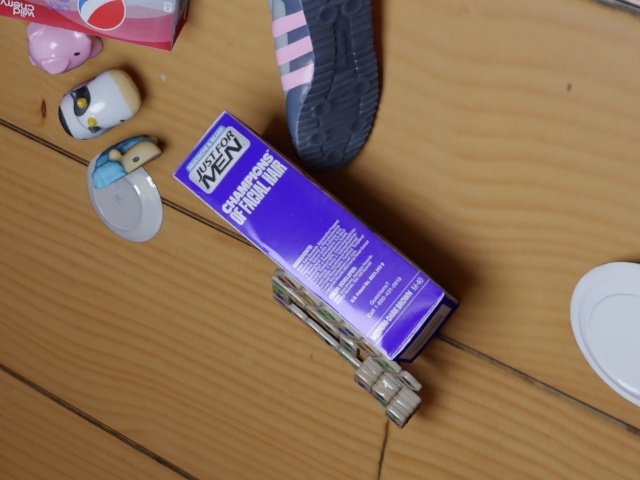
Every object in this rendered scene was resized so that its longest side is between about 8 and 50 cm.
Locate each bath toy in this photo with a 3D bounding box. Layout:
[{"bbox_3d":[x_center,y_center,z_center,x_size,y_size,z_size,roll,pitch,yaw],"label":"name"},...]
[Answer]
[{"bbox_3d":[-0.338,-0.240,1.831,0.151,0.129,0.348,-24,99,43],"label":"bath toy"}]

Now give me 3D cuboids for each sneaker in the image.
[{"bbox_3d":[-0.005,-0.232,1.618,0.131,0.112,0.319,52,150,45],"label":"sneaker"}]

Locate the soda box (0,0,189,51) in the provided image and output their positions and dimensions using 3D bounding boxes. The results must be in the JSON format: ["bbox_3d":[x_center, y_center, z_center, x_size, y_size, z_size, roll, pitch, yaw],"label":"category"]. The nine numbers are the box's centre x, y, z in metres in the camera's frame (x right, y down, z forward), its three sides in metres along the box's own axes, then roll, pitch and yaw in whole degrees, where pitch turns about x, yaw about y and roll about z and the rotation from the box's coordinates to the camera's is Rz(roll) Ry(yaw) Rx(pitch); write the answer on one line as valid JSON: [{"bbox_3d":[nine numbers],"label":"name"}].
[{"bbox_3d":[-0.296,-0.311,1.710,0.263,0.092,0.083,12,124,2],"label":"soda box"}]

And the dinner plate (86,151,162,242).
[{"bbox_3d":[-0.282,-0.059,1.970,0.141,0.017,0.141,17,123,29],"label":"dinner plate"}]

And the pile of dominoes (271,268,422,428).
[{"bbox_3d":[0.021,0.137,1.762,0.251,0.040,0.196,40,168,12],"label":"pile of dominoes"}]

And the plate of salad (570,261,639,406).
[{"bbox_3d":[0.368,0.106,1.545,0.199,0.048,0.200,29,138,30],"label":"plate of salad"}]

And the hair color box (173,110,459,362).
[{"bbox_3d":[0.000,0.000,1.660,0.339,0.185,0.110,38,92,12],"label":"hair color box"}]
